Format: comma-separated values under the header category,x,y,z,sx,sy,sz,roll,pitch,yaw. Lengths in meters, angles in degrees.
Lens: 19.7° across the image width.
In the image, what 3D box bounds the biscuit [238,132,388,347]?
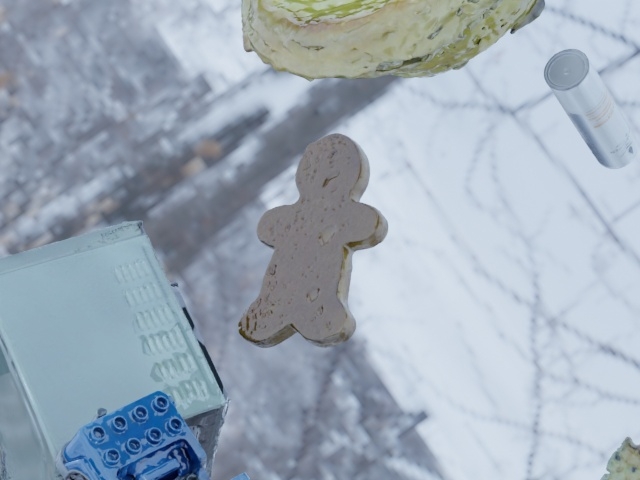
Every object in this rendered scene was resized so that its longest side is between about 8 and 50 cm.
category,x,y,z,sx,sy,sz,roll,pitch,yaw
biscuit,0.001,0.000,1.652,0.138,0.205,0.031,-4,156,35

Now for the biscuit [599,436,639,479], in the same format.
category,x,y,z,sx,sy,sz,roll,pitch,yaw
biscuit,0.393,0.330,2.100,0.203,0.144,0.016,35,-149,4

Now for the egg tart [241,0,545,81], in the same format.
category,x,y,z,sx,sy,sz,roll,pitch,yaw
egg tart,0.080,-0.223,1.410,0.120,0.315,0.315,46,-177,-37

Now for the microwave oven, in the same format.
category,x,y,z,sx,sy,sz,roll,pitch,yaw
microwave oven,-0.203,0.160,1.713,0.237,0.181,0.295,61,156,27

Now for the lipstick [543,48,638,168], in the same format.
category,x,y,z,sx,sy,sz,roll,pitch,yaw
lipstick,0.225,-0.106,1.521,0.040,0.040,0.141,53,-176,37

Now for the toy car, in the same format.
category,x,y,z,sx,sy,sz,roll,pitch,yaw
toy car,-0.114,0.199,1.407,0.191,0.097,0.100,55,141,13
